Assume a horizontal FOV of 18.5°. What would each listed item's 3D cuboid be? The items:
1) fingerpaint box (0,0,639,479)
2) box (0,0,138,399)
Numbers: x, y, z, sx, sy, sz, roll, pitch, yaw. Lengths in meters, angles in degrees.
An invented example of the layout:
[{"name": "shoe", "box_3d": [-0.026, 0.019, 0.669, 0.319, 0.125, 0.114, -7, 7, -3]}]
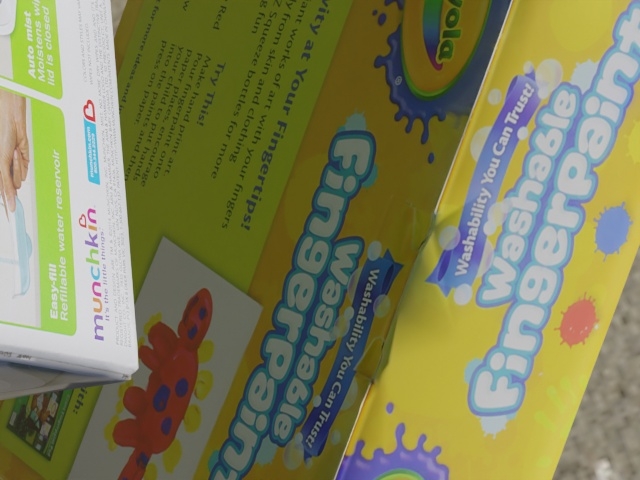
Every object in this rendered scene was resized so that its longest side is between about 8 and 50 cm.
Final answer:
[{"name": "fingerpaint box", "box_3d": [0.000, 0.000, 1.183, 0.163, 0.371, 0.445, 17, 94, -37]}, {"name": "box", "box_3d": [-0.177, -0.084, 0.633, 0.231, 0.127, 0.262, 15, 67, -59]}]
